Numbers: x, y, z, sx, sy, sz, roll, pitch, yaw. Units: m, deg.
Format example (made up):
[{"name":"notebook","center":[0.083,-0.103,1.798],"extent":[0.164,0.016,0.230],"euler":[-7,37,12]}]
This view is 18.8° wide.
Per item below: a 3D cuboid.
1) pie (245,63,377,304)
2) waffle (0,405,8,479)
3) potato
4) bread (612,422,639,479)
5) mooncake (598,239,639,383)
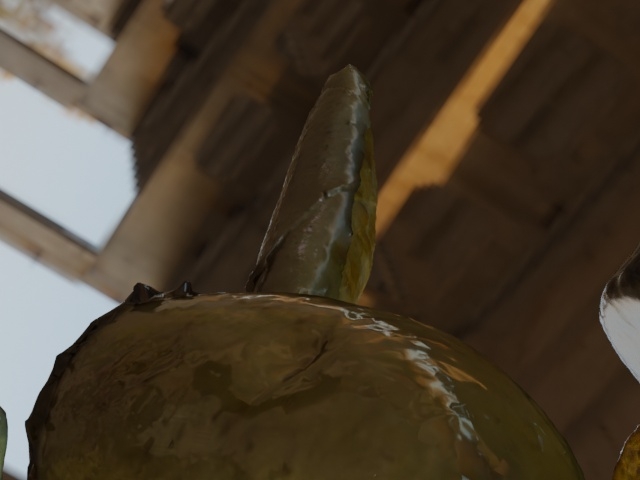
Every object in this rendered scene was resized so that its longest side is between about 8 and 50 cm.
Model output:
[{"name":"pie","center":[0.000,0.000,1.195],"extent":[0.282,0.068,0.129],"euler":[-78,176,-53]},{"name":"waffle","center":[-0.214,0.168,0.709],"extent":[0.292,0.056,0.309],"euler":[-45,162,-32]},{"name":"potato","center":[0.021,0.141,0.817],"extent":[0.242,0.285,0.242],"euler":[-21,-171,4]},{"name":"bread","center":[0.290,0.203,1.217],"extent":[0.268,0.145,0.268],"euler":[175,-90,-68]},{"name":"mooncake","center":[0.374,0.077,1.559],"extent":[0.161,0.290,0.290],"euler":[-47,-164,-17]}]
